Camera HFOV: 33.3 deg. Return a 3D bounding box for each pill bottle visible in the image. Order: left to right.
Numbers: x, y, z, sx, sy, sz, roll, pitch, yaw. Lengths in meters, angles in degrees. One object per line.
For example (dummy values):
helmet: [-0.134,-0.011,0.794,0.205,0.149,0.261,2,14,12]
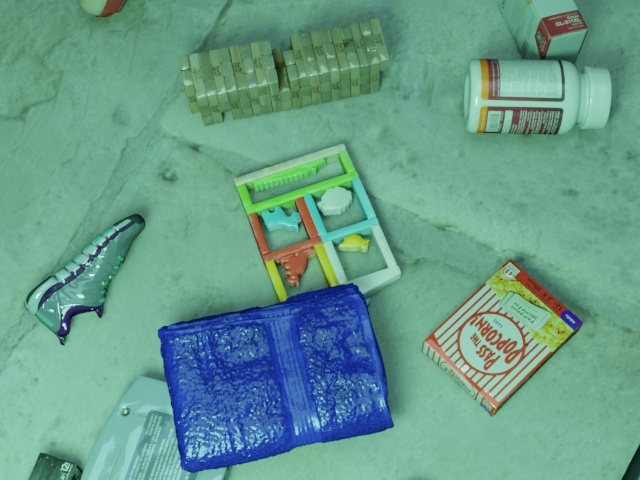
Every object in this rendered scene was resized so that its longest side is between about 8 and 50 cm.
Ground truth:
pill bottle: [0.347,-0.232,1.731,0.221,0.121,0.121,2,65,1]

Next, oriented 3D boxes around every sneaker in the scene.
sneaker: [-0.340,0.058,1.643,0.224,0.083,0.098,-42,92,-12]

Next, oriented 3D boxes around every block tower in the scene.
block tower: [-0.057,-0.277,1.776,0.336,0.097,0.090,-12,65,-3]

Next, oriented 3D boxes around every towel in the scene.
towel: [-0.065,0.186,1.511,0.308,0.076,0.227,-13,64,-6]

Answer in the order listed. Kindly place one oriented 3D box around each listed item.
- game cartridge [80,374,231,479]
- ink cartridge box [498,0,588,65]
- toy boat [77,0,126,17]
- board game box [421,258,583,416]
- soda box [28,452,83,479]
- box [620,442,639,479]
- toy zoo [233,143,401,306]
game cartridge: [-0.236,0.345,1.507,0.196,0.060,0.294,16,66,4]
ink cartridge box: [0.370,-0.377,1.796,0.072,0.127,0.175,-15,66,-7]
toy boat: [-0.350,-0.501,1.877,0.151,0.151,0.231,2,61,-32]
board game box: [0.270,0.143,1.598,0.193,0.045,0.147,-42,71,-17]
soda box: [-0.392,0.386,1.488,0.060,0.053,0.168,16,65,9]
box: [0.518,0.414,1.393,0.294,0.182,0.296,29,68,15]
toy zoo: [0.000,0.000,1.677,0.192,0.030,0.293,-18,65,-8]
